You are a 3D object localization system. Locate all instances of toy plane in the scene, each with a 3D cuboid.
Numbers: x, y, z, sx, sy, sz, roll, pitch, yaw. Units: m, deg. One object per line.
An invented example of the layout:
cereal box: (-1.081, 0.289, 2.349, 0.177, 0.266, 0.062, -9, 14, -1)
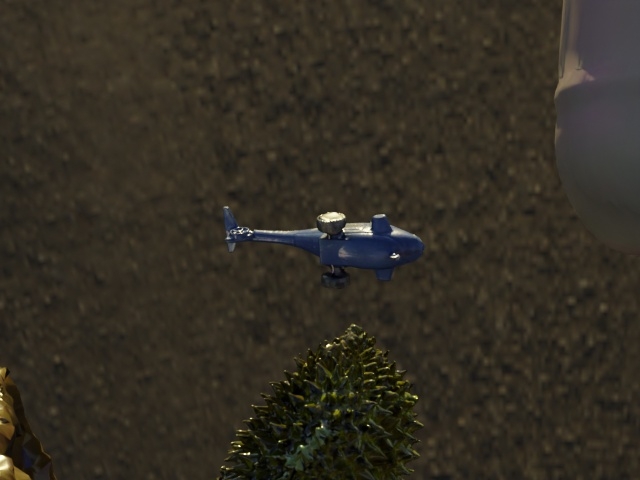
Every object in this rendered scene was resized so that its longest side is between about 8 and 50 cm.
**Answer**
toy plane: (0.000, 0.000, 1.391, 0.167, 0.054, 0.062, 4, 21, 25)

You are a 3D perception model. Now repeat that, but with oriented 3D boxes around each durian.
durian: (-0.009, 0.178, 1.484, 0.137, 0.095, 0.221, 42, 89, 11)

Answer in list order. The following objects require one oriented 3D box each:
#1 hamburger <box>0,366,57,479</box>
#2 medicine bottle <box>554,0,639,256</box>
hamburger: (-0.118, 0.177, 0.446, 0.195, 0.277, 0.318, -20, 12, -2)
medicine bottle: (0.206, -0.146, 0.551, 0.256, 0.256, 0.325, 6, 89, 12)
